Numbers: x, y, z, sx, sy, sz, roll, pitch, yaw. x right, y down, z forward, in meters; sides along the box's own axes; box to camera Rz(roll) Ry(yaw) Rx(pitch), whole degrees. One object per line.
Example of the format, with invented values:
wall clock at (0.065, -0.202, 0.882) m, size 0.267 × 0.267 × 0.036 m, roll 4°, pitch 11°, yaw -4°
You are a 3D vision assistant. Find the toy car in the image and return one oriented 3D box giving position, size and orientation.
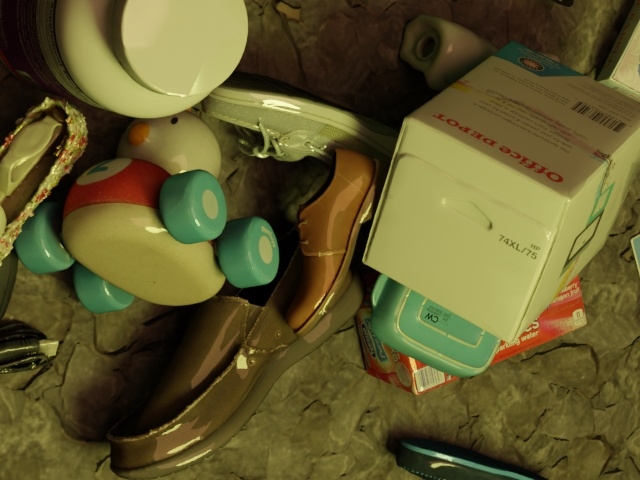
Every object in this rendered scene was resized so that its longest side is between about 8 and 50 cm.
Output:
toy car at (-0.174, -0.069, 1.731) m, size 0.210 × 0.219 × 0.238 m, roll 42°, pitch 44°, yaw -51°

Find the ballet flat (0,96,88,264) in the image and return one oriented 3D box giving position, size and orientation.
ballet flat at (-0.316, -0.050, 1.620) m, size 0.091 × 0.077 × 0.241 m, roll 30°, pitch 70°, yaw 6°

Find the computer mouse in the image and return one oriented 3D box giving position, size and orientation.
computer mouse at (-0.360, 0.019, 1.697) m, size 0.188 × 0.072 × 0.272 m, roll -4°, pitch 102°, yaw -28°

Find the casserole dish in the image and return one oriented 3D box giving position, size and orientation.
casserole dish at (0.141, 0.087, 1.870) m, size 0.188 × 0.037 × 0.114 m, roll 27°, pitch 84°, yaw -27°

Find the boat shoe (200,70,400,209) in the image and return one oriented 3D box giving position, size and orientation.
boat shoe at (-0.006, -0.107, 1.846) m, size 0.320 × 0.118 × 0.103 m, roll 18°, pitch 97°, yaw -42°

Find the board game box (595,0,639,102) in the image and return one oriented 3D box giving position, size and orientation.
board game box at (0.559, -0.269, 2.096) m, size 0.318 × 0.066 × 0.319 m, roll 28°, pitch 86°, yaw -8°

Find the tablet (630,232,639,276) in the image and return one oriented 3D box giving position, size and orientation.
tablet at (0.440, 0.024, 2.185) m, size 0.054 × 0.006 × 0.083 m, roll -27°, pitch 111°, yaw -22°

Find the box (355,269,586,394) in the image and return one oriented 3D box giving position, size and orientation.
box at (0.177, 0.074, 1.979) m, size 0.257 × 0.122 × 0.128 m, roll -20°, pitch 108°, yaw -24°

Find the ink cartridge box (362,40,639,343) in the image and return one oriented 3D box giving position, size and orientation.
ink cartridge box at (0.210, -0.060, 1.819) m, size 0.270 × 0.198 × 0.197 m, roll -37°, pitch 151°, yaw -51°

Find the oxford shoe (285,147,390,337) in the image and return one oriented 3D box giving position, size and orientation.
oxford shoe at (0.000, 0.000, 1.789) m, size 0.076 × 0.076 × 0.212 m, roll 23°, pitch 85°, yaw -15°

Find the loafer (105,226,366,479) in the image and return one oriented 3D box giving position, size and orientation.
loafer at (-0.113, 0.118, 1.834) m, size 0.366 × 0.134 × 0.130 m, roll -44°, pitch 112°, yaw -26°

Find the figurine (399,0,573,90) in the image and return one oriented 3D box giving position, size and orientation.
figurine at (0.216, -0.269, 1.959) m, size 0.209 × 0.092 × 0.215 m, roll 10°, pitch 96°, yaw -35°

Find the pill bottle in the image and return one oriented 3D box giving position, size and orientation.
pill bottle at (-0.196, -0.217, 1.596) m, size 0.181 × 0.323 × 0.181 m, roll -6°, pitch 103°, yaw -29°

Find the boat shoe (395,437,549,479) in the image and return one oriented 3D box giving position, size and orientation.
boat shoe at (0.197, 0.315, 2.051) m, size 0.258 × 0.109 × 0.089 m, roll 22°, pitch 92°, yaw -29°
